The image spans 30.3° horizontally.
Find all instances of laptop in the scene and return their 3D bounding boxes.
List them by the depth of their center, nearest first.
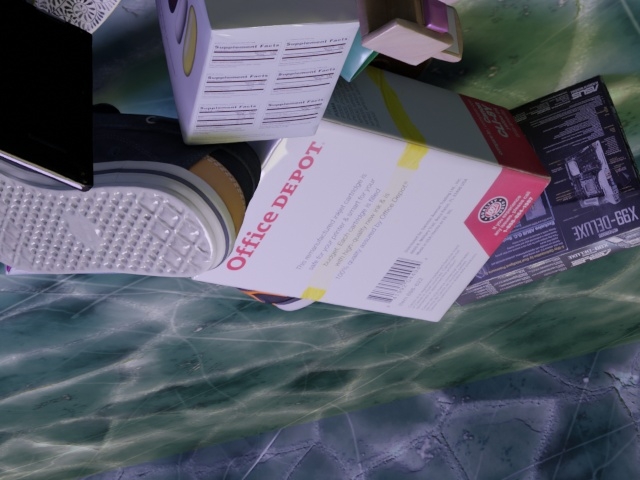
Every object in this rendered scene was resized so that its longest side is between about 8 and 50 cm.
[{"bbox_3d":[-0.413,-0.140,0.990,0.382,0.408,0.236,23,117,-25],"label":"laptop"}]

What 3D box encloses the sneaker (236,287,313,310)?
[{"bbox_3d":[0.000,0.000,1.724,0.321,0.125,0.180,-36,151,22],"label":"sneaker"}]

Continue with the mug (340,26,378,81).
[{"bbox_3d":[0.034,-0.249,1.311,0.129,0.097,0.158,-48,-178,-32],"label":"mug"}]

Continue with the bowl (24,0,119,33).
[{"bbox_3d":[-0.250,-0.269,1.133,0.170,0.080,0.170,-52,172,-10],"label":"bowl"}]

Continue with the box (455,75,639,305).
[{"bbox_3d":[0.304,-0.070,1.712,0.307,0.243,0.076,-21,155,15],"label":"box"}]

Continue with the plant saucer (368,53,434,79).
[{"bbox_3d":[0.063,-0.229,1.484,0.198,0.036,0.199,-11,156,-5],"label":"plant saucer"}]

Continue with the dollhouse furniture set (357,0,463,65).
[{"bbox_3d":[0.192,-0.329,1.010,0.198,0.287,0.303,7,161,-39],"label":"dollhouse furniture set"}]

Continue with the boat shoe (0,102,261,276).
[{"bbox_3d":[-0.281,-0.067,1.372,0.500,0.156,0.187,6,131,33],"label":"boat shoe"}]

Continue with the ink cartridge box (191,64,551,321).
[{"bbox_3d":[0.045,-0.066,1.491,0.384,0.160,0.279,12,130,-32],"label":"ink cartridge box"}]

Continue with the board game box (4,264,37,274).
[{"bbox_3d":[-0.259,-0.048,1.679,0.318,0.066,0.319,1,153,-29],"label":"board game box"}]

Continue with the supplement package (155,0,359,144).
[{"bbox_3d":[-0.072,-0.234,1.197,0.149,0.194,0.203,-7,155,-17],"label":"supplement package"}]
